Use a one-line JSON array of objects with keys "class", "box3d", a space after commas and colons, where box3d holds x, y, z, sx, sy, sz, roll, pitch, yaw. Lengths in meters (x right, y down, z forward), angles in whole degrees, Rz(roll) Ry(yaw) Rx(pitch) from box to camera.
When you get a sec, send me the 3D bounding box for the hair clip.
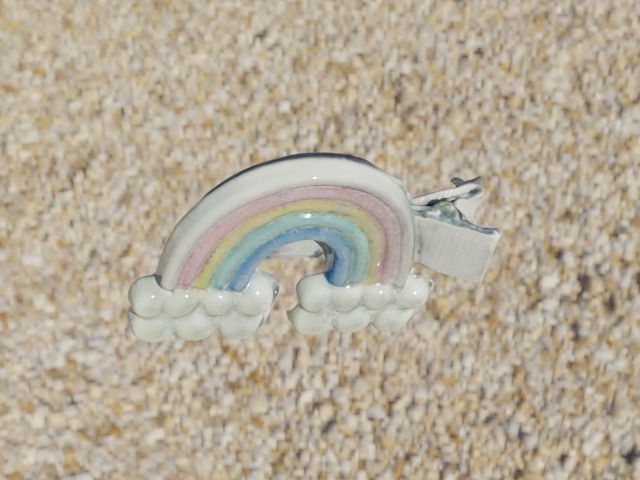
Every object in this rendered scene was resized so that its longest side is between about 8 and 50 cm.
[{"class": "hair clip", "box3d": [0.000, 0.000, 0.867, 0.220, 0.140, 0.054, -2, 46, -20]}]
